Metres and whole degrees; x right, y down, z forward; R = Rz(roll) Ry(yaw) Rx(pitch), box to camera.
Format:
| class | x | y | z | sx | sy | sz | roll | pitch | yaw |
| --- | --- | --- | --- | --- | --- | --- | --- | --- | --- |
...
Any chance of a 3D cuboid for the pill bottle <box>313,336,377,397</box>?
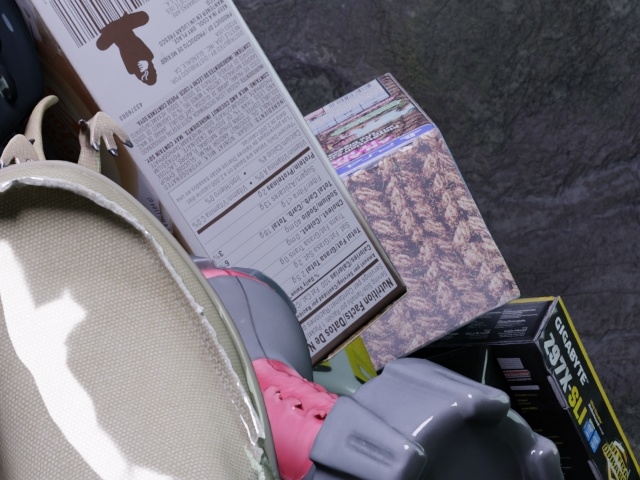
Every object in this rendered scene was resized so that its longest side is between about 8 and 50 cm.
| class | x | y | z | sx | sy | sz | roll | pitch | yaw |
| --- | --- | --- | --- | --- | --- | --- | --- | --- | --- |
| pill bottle | -0.020 | 0.103 | 1.042 | 0.119 | 0.119 | 0.208 | 62 | 2 | -17 |

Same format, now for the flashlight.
| class | x | y | z | sx | sy | sz | roll | pitch | yaw |
| --- | --- | --- | --- | --- | --- | --- | --- | --- | --- |
| flashlight | -0.008 | 0.069 | 0.699 | 0.103 | 0.103 | 0.304 | 51 | -15 | -19 |

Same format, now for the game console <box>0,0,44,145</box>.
| class | x | y | z | sx | sy | sz | roll | pitch | yaw |
| --- | --- | --- | --- | --- | --- | --- | --- | --- | --- |
| game console | -0.227 | -0.195 | 0.626 | 0.386 | 0.060 | 0.342 | 61 | 2 | -12 |

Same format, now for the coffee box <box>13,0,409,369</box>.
| class | x | y | z | sx | sy | sz | roll | pitch | yaw |
| --- | --- | --- | --- | --- | --- | --- | --- | --- | --- |
| coffee box | -0.079 | -0.045 | 0.918 | 0.246 | 0.098 | 0.141 | 58 | -23 | -16 |

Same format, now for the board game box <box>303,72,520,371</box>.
| class | x | y | z | sx | sy | sz | roll | pitch | yaw |
| --- | --- | --- | --- | --- | --- | --- | --- | --- | --- |
| board game box | 0.000 | 0.000 | 1.327 | 0.141 | 0.232 | 0.291 | 62 | 3 | -14 |

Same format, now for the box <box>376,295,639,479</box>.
| class | x | y | z | sx | sy | sz | roll | pitch | yaw |
| --- | --- | --- | --- | --- | --- | --- | --- | --- | --- |
| box | 0.146 | 0.185 | 1.790 | 0.079 | 0.322 | 0.257 | -55 | 128 | -42 |

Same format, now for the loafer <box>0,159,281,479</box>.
| class | x | y | z | sx | sy | sz | roll | pitch | yaw |
| --- | --- | --- | --- | --- | --- | --- | --- | --- | --- |
| loafer | -0.057 | 0.086 | 0.559 | 0.268 | 0.102 | 0.092 | 63 | -4 | 14 |

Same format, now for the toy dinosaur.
| class | x | y | z | sx | sy | sz | roll | pitch | yaw |
| --- | --- | --- | --- | --- | --- | --- | --- | --- | --- |
| toy dinosaur | -0.112 | -0.010 | 0.678 | 0.092 | 0.053 | 0.183 | 121 | -36 | -49 |

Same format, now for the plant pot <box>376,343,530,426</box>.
| class | x | y | z | sx | sy | sz | roll | pitch | yaw |
| --- | --- | --- | --- | --- | --- | --- | --- | --- | --- |
| plant pot | 0.109 | 0.242 | 1.647 | 0.167 | 0.188 | 0.187 | -80 | 147 | -54 |
